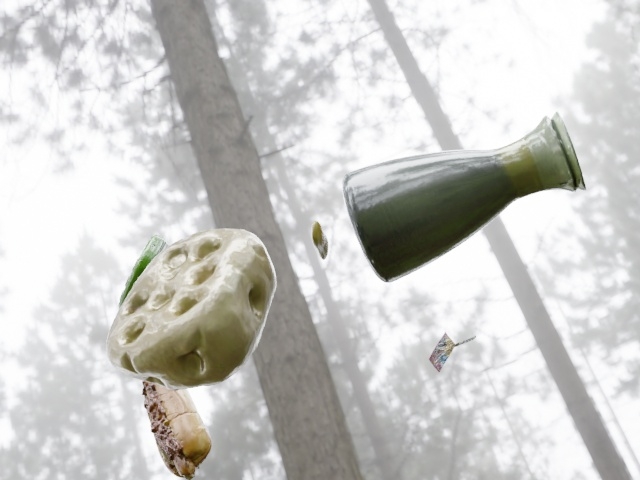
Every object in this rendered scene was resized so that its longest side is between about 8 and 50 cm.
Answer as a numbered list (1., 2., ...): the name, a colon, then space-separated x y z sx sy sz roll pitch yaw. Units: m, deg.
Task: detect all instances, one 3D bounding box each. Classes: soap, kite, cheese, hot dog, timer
1. soap: 0.000 0.000 1.183 0.012 0.034 0.089 -1 -17 10
2. kite: 0.131 0.114 0.953 0.002 0.044 0.078 26 -10 -18
3. cheese: -0.151 0.091 1.154 0.235 0.218 0.117 -42 -61 0
4. hot dog: -0.257 0.310 1.619 0.076 0.249 0.102 22 -65 -40
5. timer: -0.322 0.063 1.714 0.047 0.128 0.140 26 -64 -6

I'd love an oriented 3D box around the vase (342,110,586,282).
1. vase: 0.205 -0.073 1.338 0.321 0.173 0.173 -22 -33 11
